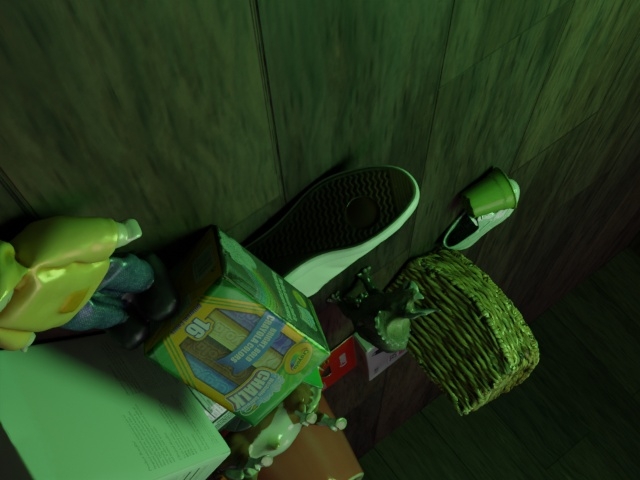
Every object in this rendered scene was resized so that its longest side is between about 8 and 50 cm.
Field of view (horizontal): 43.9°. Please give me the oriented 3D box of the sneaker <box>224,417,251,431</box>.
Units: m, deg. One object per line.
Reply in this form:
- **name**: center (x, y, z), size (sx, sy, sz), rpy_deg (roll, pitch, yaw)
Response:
- **sneaker**: center (-0.111, 0.242, 1.352), size (0.091, 0.094, 0.258), rpy_deg (-43, 175, -46)

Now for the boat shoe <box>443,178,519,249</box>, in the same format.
- **boat shoe**: center (0.303, -0.048, 1.522), size (0.184, 0.066, 0.063), rpy_deg (-42, 163, 34)

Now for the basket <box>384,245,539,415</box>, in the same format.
- **basket**: center (0.303, 0.154, 1.588), size (0.223, 0.299, 0.213), rpy_deg (-13, 145, -46)

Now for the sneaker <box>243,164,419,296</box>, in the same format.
- **sneaker**: center (0.000, 0.000, 1.048), size (0.290, 0.106, 0.123), rpy_deg (-30, 163, 5)

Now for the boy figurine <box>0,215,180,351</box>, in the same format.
- **boy figurine**: center (-0.240, 0.041, 0.723), size (0.177, 0.092, 0.285), rpy_deg (-41, 163, 9)

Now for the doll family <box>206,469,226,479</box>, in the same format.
- **doll family**: center (-0.190, 0.504, 1.782), size (0.111, 0.076, 0.193), rpy_deg (-54, 161, 22)

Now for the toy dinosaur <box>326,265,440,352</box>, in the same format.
- **toy dinosaur**: center (0.106, 0.149, 1.433), size (0.121, 0.160, 0.313), rpy_deg (-35, 158, -13)

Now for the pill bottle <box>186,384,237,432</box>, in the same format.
- **pill bottle**: center (-0.162, 0.203, 1.129), size (0.246, 0.130, 0.130), rpy_deg (-39, 159, -1)

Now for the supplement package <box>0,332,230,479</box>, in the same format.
- **supplement package**: center (-0.289, 0.248, 0.899), size (0.198, 0.199, 0.263), rpy_deg (-48, 158, 23)

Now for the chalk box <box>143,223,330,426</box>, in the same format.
- **chalk box**: center (-0.085, 0.111, 0.926), size (0.132, 0.132, 0.213), rpy_deg (-44, 117, 10)

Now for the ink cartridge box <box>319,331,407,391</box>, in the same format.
- **ink cartridge box**: center (0.096, 0.266, 1.801), size (0.239, 0.060, 0.275), rpy_deg (-37, 159, -11)

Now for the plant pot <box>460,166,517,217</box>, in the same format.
- **plant pot**: center (0.299, -0.079, 1.433), size (0.079, 0.083, 0.083), rpy_deg (-25, 157, -6)

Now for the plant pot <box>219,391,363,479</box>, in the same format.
- **plant pot**: center (-0.059, 0.445, 1.636), size (0.275, 0.243, 0.275), rpy_deg (-34, 159, -15)

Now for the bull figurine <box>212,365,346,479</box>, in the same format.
- **bull figurine**: center (-0.068, 0.324, 1.428), size (0.310, 0.188, 0.101), rpy_deg (-49, 117, -9)
